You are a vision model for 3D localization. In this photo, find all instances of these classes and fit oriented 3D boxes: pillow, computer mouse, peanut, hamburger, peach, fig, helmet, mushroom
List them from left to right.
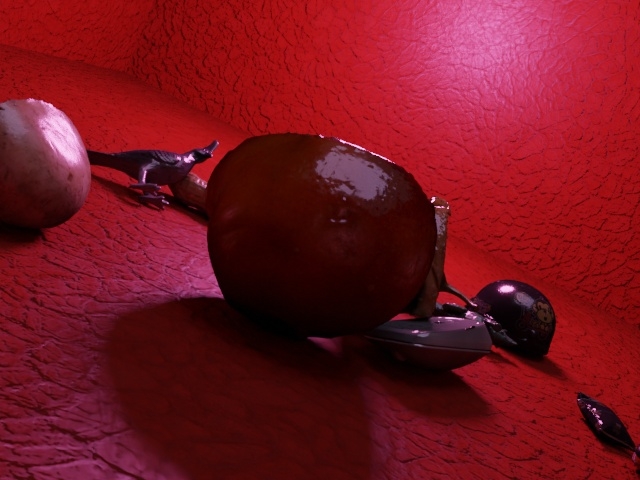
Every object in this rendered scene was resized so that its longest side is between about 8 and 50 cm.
[{"bbox_3d":[-0.484,-0.102,1.221,0.189,0.195,0.253,61,13,8],"label":"mushroom"},{"bbox_3d":[-0.280,-0.107,1.828,0.228,0.086,0.104,25,4,7],"label":"peanut"},{"bbox_3d":[-0.018,0.010,1.271,0.406,0.310,0.335,18,-25,0],"label":"peach"},{"bbox_3d":[0.159,0.024,1.578,0.195,0.277,0.318,11,0,-2],"label":"hamburger"},{"bbox_3d":[0.212,0.203,1.437,0.159,0.097,0.288,6,5,43],"label":"computer mouse"},{"bbox_3d":[0.294,0.109,1.902,0.245,0.149,0.149,27,12,11],"label":"fig"},{"bbox_3d":[0.516,0.185,2.001,0.230,0.160,0.279,20,14,-17],"label":"helmet"},{"bbox_3d":[0.594,0.380,1.574,0.090,0.048,0.150,15,17,-7],"label":"pillow"}]

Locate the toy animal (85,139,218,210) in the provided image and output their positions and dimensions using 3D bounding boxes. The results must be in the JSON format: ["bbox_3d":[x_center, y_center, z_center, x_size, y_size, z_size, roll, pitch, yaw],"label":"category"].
[{"bbox_3d":[-0.402,-0.159,1.739,0.367,0.081,0.206,-5,45,-18],"label":"toy animal"}]

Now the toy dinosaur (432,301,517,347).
[{"bbox_3d":[0.338,0.194,1.806,0.292,0.079,0.120,24,6,-8],"label":"toy dinosaur"}]

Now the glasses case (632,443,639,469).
[{"bbox_3d":[0.687,0.431,1.491,0.103,0.067,0.266,33,13,29],"label":"glasses case"}]
